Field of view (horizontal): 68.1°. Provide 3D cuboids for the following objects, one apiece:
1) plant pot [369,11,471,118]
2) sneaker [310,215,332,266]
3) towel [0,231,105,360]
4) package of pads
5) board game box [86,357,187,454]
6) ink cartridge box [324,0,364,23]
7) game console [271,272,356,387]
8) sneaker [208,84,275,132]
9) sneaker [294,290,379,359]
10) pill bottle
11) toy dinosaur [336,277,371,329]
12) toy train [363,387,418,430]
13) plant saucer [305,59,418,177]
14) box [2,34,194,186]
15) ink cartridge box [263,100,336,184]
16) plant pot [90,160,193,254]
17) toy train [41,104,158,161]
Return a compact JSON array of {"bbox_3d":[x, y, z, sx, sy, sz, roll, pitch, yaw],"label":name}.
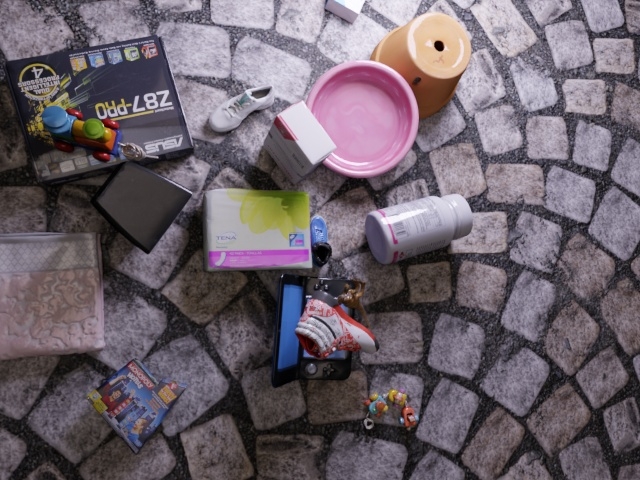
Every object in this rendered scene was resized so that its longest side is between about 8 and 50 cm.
[{"bbox_3d":[0.314,-0.540,1.426,0.291,0.203,0.290,2,84,-14],"label":"plant pot"},{"bbox_3d":[0.001,0.000,1.360,0.058,0.084,0.152,3,84,-13],"label":"sneaker"},{"bbox_3d":[-0.725,0.136,1.193,0.332,0.053,0.316,-2,85,-13],"label":"towel"},{"bbox_3d":[-0.175,-0.030,1.313,0.297,0.101,0.229,-1,85,-14],"label":"package of pads"},{"bbox_3d":[-0.456,0.406,1.227,0.194,0.060,0.194,-39,94,-15],"label":"board game box"},{"bbox_3d":[0.098,-0.785,1.471,0.104,0.060,0.180,24,80,-10],"label":"ink cartridge box"},{"bbox_3d":[-0.011,0.243,1.290,0.250,0.173,0.293,5,84,-13],"label":"game console"},{"bbox_3d":[-0.223,-0.385,1.340,0.212,0.094,0.080,-35,95,-14],"label":"sneaker"},{"bbox_3d":[0.041,0.266,1.261,0.270,0.090,0.145,46,59,-28],"label":"sneaker"},{"bbox_3d":[0.289,-0.040,1.394,0.283,0.160,0.160,-15,88,-14],"label":"pill bottle"},{"bbox_3d":[0.095,0.170,1.351,0.211,0.064,0.112,34,75,-51],"label":"toy dinosaur"},{"bbox_3d":[0.211,0.501,1.383,0.166,0.046,0.125,-1,85,-14],"label":"toy train"},{"bbox_3d":[0.116,-0.349,1.390,0.332,0.084,0.332,0,96,-1],"label":"plant saucer"},{"bbox_3d":[-0.570,-0.343,1.253,0.395,0.097,0.318,-16,92,-13],"label":"box"},{"bbox_3d":[-0.063,-0.260,1.302,0.092,0.218,0.158,-38,94,-19],"label":"ink cartridge box"},{"bbox_3d":[-0.460,-0.096,1.185,0.167,0.187,0.188,38,77,-28],"label":"plant pot"},{"bbox_3d":[-0.522,-0.251,1.137,0.248,0.143,0.105,13,85,-12],"label":"toy train"}]
